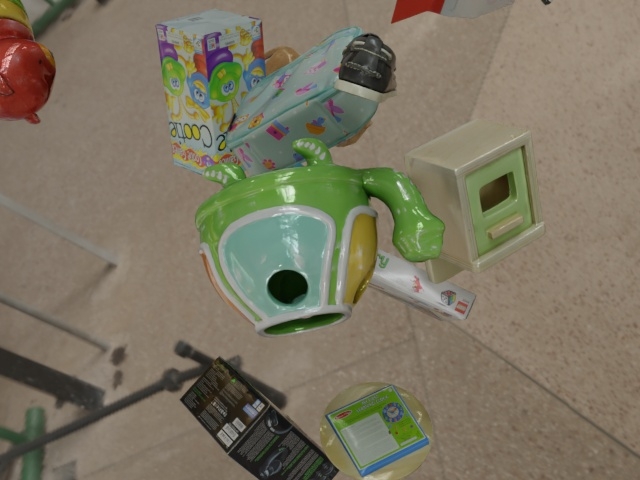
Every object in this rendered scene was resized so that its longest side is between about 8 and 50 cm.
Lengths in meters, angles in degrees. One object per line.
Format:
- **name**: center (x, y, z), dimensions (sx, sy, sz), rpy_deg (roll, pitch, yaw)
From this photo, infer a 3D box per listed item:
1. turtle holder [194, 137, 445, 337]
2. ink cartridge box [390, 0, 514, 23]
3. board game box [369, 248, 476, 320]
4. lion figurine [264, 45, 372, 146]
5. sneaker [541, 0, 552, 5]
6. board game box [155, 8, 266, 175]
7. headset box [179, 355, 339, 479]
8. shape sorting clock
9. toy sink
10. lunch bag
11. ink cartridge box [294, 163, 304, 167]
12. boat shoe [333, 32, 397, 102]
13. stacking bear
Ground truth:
- **turtle holder**: center (-0.010, 0.007, 1.210), dimensions (0.243, 0.320, 0.227), rpy_deg (125, 136, -65)
- **ink cartridge box**: center (0.243, -0.438, 1.411), dimensions (0.232, 0.189, 0.066), rpy_deg (-28, 70, -19)
- **board game box**: center (0.107, 0.057, 1.498), dimensions (0.193, 0.305, 0.053), rpy_deg (122, 173, -83)
- **lion figurine**: center (-0.058, -0.370, 2.132), dimensions (0.240, 0.142, 0.392), rpy_deg (-42, 79, 24)
- **sneaker**: center (0.475, -0.524, 1.731), dimensions (0.044, 0.040, 0.109), rpy_deg (-9, 48, 50)
- **board game box**: center (-0.195, -0.273, 1.594), dimensions (0.142, 0.275, 0.144), rpy_deg (24, 39, 38)
- **headset box**: center (-0.122, 0.412, 1.795), dimensions (0.131, 0.283, 0.246), rpy_deg (-47, 34, -10)
- **shape sorting clock**: center (0.102, 0.349, 1.559), dimensions (0.206, 0.040, 0.206), rpy_deg (1, 51, -1)
- **toy sink**: center (0.242, -0.043, 1.295), dimensions (0.153, 0.234, 0.131), rpy_deg (-27, 29, -24)
- **lunch bag**: center (-0.029, -0.234, 1.433), dimensions (0.279, 0.108, 0.224), rpy_deg (-23, 34, 30)
- **ink cartridge box**: center (-0.073, -0.038, 2.181), dimensions (0.198, 0.270, 0.197), rpy_deg (-25, 31, 47)
- **boat shoe**: center (0.067, -0.229, 1.111), dimensions (0.233, 0.084, 0.079), rpy_deg (-66, -10, -76)
- **stacking bear**: center (-0.471, -0.285, 1.201), dimensions (0.164, 0.175, 0.289), rpy_deg (-33, 64, -11)
